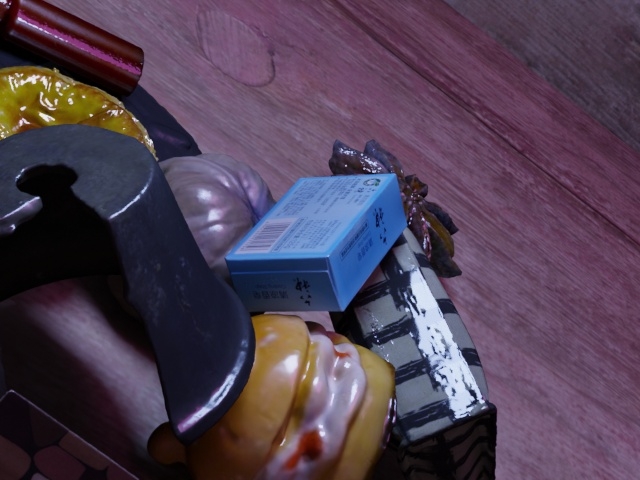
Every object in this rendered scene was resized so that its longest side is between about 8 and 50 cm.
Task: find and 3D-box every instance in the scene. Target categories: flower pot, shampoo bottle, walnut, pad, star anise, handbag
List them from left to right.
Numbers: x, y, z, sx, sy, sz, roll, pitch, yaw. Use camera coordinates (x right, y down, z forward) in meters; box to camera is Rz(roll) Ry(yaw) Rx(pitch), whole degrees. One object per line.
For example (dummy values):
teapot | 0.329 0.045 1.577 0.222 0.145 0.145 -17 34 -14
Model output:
pad | -0.261 0.269 1.241 0.235 0.158 0.003 41 3 -20
shampoo bottle | -0.381 -0.296 1.817 0.260 0.064 0.102 24 32 -27
flower pot | -0.267 0.033 1.316 0.379 0.251 0.379 -4 35 3
walnut | -0.166 0.008 1.678 0.248 0.248 0.248 32 30 -20
star anise | 0.126 -0.048 2.263 0.332 0.117 0.331 37 32 -28
handbag | 0.126 0.186 1.739 0.327 0.162 0.325 72 -5 -56

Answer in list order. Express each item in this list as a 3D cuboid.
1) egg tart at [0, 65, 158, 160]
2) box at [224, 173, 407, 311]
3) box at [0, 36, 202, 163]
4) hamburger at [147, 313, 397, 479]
egg tart | -0.350 -0.096 1.579 0.295 0.116 0.295 14 46 -15
box | 0.000 0.000 1.584 0.232 0.142 0.083 -49 130 -54
box | -0.362 -0.168 1.820 0.359 0.091 0.350 42 27 4
hamburger | -0.064 0.210 1.508 0.237 0.276 0.276 24 32 -14
